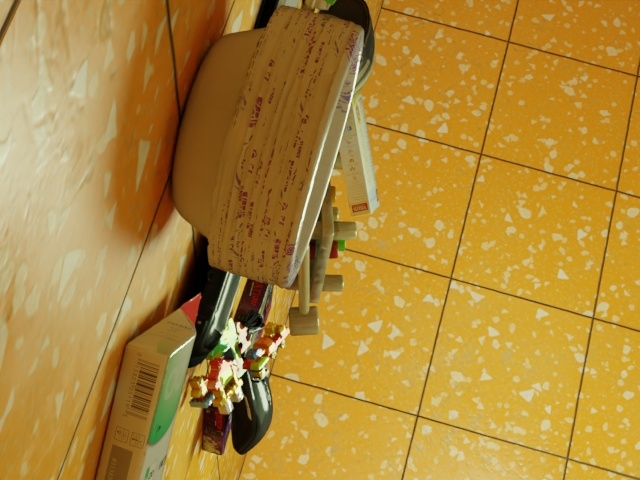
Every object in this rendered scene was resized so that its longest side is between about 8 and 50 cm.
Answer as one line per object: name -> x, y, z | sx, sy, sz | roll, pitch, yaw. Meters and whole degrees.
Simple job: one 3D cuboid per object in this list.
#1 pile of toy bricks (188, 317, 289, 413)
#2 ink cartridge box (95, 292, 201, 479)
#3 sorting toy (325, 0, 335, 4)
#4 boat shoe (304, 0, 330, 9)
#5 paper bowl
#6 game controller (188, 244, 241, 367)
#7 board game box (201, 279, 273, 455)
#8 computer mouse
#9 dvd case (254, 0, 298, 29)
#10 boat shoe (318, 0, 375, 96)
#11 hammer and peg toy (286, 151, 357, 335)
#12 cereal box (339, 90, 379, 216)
pile of toy bricks -> -0.143, 0.165, 1.701 | 0.212, 0.118, 0.105 | -46, 128, -49
ink cartridge box -> -0.168, 0.171, 1.220 | 0.224, 0.056, 0.181 | -33, 139, -71
sorting toy -> 0.051, -0.485, 1.584 | 0.196, 0.047, 0.348 | -35, -143, 43
boat shoe -> 0.095, -0.486, 1.713 | 0.341, 0.110, 0.122 | -53, -170, 26
paper bowl -> -0.060, -0.102, 1.145 | 0.284, 0.148, 0.284 | 15, 90, -88
game controller -> -0.130, 0.011, 1.446 | 0.166, 0.067, 0.319 | 136, -27, -66
board game box -> -0.154, 0.215, 2.119 | 0.208, 0.056, 0.347 | 109, -1, -58
computer mouse -> -0.129, 0.261, 1.940 | 0.184, 0.060, 0.262 | -12, 105, -71
dvd case -> -0.058, -0.291, 1.448 | 0.180, 0.022, 0.253 | 92, 14, -79
boat shoe -> 0.023, -0.310, 1.849 | 0.130, 0.132, 0.355 | 102, 3, -52
hammer and peg toy -> 0.000, 0.000, 2.237 | 0.266, 0.127, 0.361 | 101, -12, -52
cereal box -> 0.068, -0.172, 2.121 | 0.173, 0.047, 0.240 | -37, 119, -79
